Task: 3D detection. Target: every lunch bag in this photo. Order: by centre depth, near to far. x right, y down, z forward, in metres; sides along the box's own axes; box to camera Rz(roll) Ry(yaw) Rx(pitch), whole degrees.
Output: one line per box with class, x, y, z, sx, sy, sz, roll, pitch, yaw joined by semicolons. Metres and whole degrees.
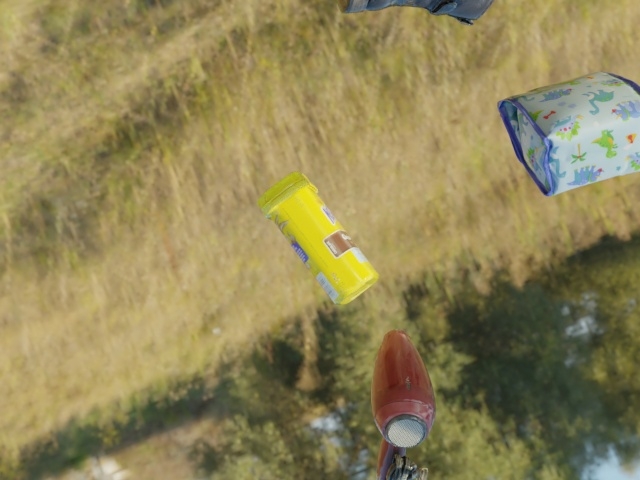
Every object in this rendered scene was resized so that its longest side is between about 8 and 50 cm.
lunch bag;0.272;-0.126;1.120;0.128;0.151;0.096;-15;128;-4

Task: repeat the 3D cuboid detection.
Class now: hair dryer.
hair dryer;0.083;0.250;1.323;0.080;0.294;0.223;13;160;-10

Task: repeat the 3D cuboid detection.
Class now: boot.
boot;0.153;-0.379;1.346;0.228;0.091;0.263;-2;152;-18

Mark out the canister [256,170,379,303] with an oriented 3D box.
canister;0.000;0.000;1.383;0.073;0.170;0.126;-38;172;4
